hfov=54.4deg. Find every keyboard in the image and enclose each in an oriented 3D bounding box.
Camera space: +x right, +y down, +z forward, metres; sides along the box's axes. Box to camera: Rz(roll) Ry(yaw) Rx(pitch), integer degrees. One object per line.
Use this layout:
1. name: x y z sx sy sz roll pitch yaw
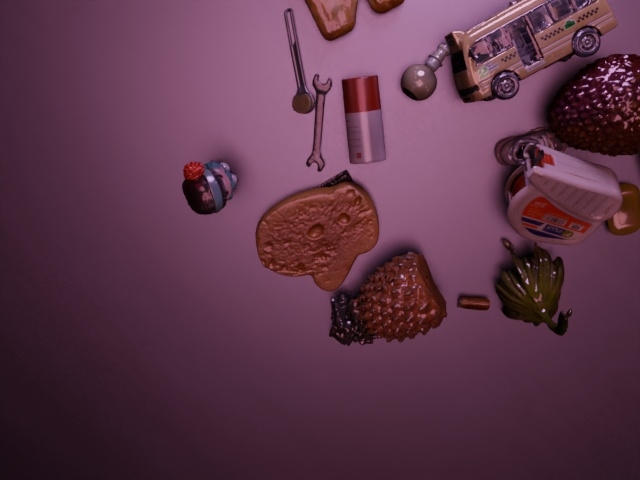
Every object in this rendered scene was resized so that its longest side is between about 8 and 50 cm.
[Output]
1. keyboard: 0.001 -0.120 1.695 0.195 0.018 0.060 -30 105 11

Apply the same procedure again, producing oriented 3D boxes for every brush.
1. brush: -0.063 -0.458 1.601 0.062 0.027 0.266 -4 104 27

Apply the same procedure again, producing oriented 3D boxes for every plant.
1. plant: 0.536 0.174 1.590 0.180 0.333 0.251 -3 121 18

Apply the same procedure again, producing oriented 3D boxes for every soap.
1. soap: 0.798 -0.082 1.642 0.089 0.045 0.140 -11 103 3

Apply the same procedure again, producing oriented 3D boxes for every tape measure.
1. tape measure: 0.591 -0.111 1.562 0.258 0.130 0.265 15 141 -9

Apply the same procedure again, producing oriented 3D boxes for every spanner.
1. spanner: -0.005 -0.308 1.646 0.054 0.015 0.255 5 105 3

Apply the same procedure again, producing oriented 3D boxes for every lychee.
1. lychee: 0.685 -0.314 1.497 0.271 0.271 0.271 1 105 3

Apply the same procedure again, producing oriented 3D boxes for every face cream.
1. face cream: 0.111 -0.309 1.597 0.095 0.096 0.214 -6 104 5

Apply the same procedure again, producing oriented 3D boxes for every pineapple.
1. pineapple: 0.149 0.190 1.687 0.357 0.223 0.223 -27 102 21

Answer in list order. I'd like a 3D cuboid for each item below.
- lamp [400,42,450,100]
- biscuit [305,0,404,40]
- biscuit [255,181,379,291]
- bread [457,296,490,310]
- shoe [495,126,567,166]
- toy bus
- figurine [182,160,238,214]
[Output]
1. lamp: 0.274 -0.430 1.568 0.091 0.091 0.163 40 89 -7
2. biscuit: 0.053 -0.666 1.523 0.236 0.062 0.291 -27 102 9
3. biscuit: 0.000 -0.001 1.703 0.343 0.057 0.287 -20 108 8
4. bread: 0.426 0.175 1.735 0.083 0.047 0.036 4 75 0
5. shoe: 0.544 -0.236 1.591 0.180 0.092 0.089 -10 103 6
6. toy bus: 0.485 -0.475 1.484 0.365 0.177 0.202 -28 100 4
7. figurine: -0.280 -0.147 1.586 0.110 0.245 0.138 -32 101 12
